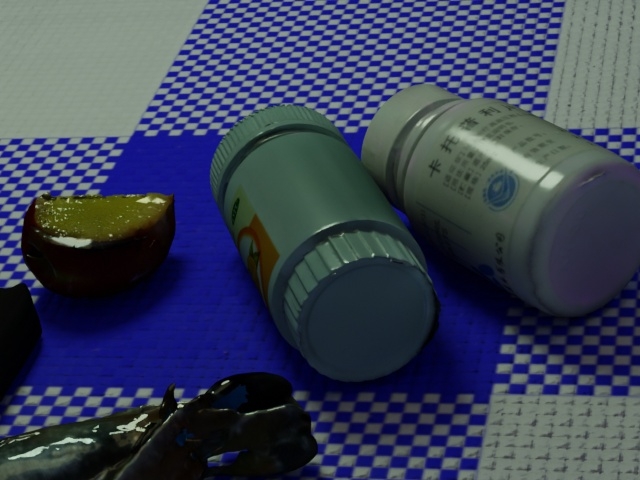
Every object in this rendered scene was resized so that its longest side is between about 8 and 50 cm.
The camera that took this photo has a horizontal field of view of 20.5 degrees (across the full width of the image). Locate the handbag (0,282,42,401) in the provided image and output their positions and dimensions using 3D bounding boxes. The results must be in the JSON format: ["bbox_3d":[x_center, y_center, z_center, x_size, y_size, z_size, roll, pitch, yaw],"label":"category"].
[{"bbox_3d":[-0.412,0.120,1.739,0.223,0.080,0.247,1,32,16],"label":"handbag"}]

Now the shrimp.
[{"bbox_3d":[-0.209,0.229,1.503,0.446,0.110,0.221,-24,40,-17],"label":"shrimp"}]

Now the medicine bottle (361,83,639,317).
[{"bbox_3d":[0.181,-0.050,1.783,0.170,0.170,0.293,-26,35,-25],"label":"medicine bottle"}]

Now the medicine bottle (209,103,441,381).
[{"bbox_3d":[0.000,0.000,1.757,0.158,0.158,0.318,-15,32,-10],"label":"medicine bottle"}]

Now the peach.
[{"bbox_3d":[-0.231,0.005,1.872,0.172,0.092,0.127,-14,35,-30],"label":"peach"}]
